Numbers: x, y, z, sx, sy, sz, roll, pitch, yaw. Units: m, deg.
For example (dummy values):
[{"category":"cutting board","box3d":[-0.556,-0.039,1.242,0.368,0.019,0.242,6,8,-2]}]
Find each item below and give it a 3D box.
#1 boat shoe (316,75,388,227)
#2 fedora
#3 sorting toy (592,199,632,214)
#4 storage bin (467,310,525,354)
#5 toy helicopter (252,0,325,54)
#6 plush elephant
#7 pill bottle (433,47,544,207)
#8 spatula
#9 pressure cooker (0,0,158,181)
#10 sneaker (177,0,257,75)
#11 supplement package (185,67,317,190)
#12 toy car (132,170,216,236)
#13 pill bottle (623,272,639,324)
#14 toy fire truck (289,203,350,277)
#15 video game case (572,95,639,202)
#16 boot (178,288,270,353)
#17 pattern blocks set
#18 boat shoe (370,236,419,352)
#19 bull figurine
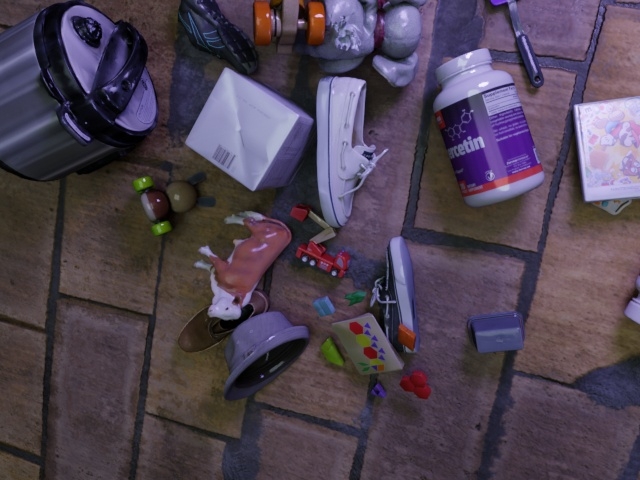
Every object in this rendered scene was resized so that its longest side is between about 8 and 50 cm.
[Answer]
[{"category":"boat shoe","box3d":[0.083,-0.203,1.248,0.156,0.136,0.368,5,109,17]},{"category":"fedora","box3d":[-0.163,0.284,1.366,0.275,0.243,0.124,-46,63,17]},{"category":"sorting toy","box3d":[0.673,-0.098,1.192,0.075,0.045,0.083,40,106,-14]},{"category":"storage bin","box3d":[0.432,0.237,1.268,0.135,0.091,0.098,-9,96,16]},{"category":"toy helicopter","box3d":[-0.087,-0.530,1.153,0.140,0.355,0.235,-4,99,-9]},{"category":"plush elephant","box3d":[0.112,-0.490,1.162,0.255,0.330,0.272,0,129,-20]},{"category":"pill bottle","box3d":[0.366,-0.248,1.166,0.181,0.181,0.323,-19,93,16]},{"category":"spatula","box3d":[0.452,-0.490,1.188,0.084,0.030,0.297,-20,93,13]},{"category":"pressure cooker","box3d":[-0.613,-0.370,1.288,0.420,0.375,0.370,-20,90,16]},{"category":"sneaker","box3d":[-0.267,-0.523,1.340,0.267,0.101,0.106,51,128,1]},{"category":"supplement package","box3d":[-0.143,-0.257,1.246,0.199,0.262,0.198,35,105,7]},{"category":"toy car","box3d":[-0.390,-0.116,1.420,0.188,0.149,0.155,-22,97,-13]},{"category":"pill bottle","box3d":[0.777,0.090,1.141,0.131,0.131,0.229,27,103,8]},{"category":"toy fire truck","box3d":[0.000,0.000,1.352,0.192,0.047,0.135,25,112,9]},{"category":"video game case","box3d":[0.681,-0.204,1.148,0.206,0.026,0.227,-5,81,14]},{"category":"boot","box3d":[-0.288,0.231,1.432,0.305,0.115,0.112,-31,92,17]},{"category":"pattern blocks set","box3d":[0.122,0.270,1.331,0.285,0.026,0.325,-9,113,35]},{"category":"boat shoe","box3d":[0.181,0.140,1.307,0.104,0.113,0.307,-3,113,20]},{"category":"bull figurine","box3d":[-0.212,0.057,1.345,0.188,0.101,0.310,36,70,7]}]
